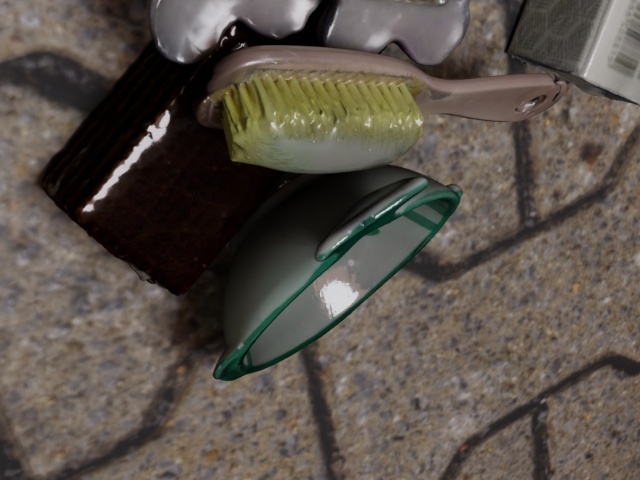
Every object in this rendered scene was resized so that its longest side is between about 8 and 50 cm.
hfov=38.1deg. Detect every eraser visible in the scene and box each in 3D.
[{"bbox_3d":[0.275,-0.316,0.728,0.098,0.096,0.404,13,101,-37],"label":"eraser"}]

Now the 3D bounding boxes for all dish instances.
[{"bbox_3d":[0.000,0.000,0.641,0.224,0.078,0.246,-34,167,-16],"label":"dish"}]

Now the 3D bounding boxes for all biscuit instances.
[{"bbox_3d":[-0.061,-0.092,0.603,0.252,0.070,0.106,-52,130,-5],"label":"biscuit"}]

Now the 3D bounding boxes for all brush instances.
[{"bbox_3d":[0.061,-0.077,0.599,0.312,0.072,0.067,-7,70,-40],"label":"brush"}]

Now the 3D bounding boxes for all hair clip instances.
[{"bbox_3d":[0.001,-0.167,0.530,0.257,0.075,0.146,-7,115,-40],"label":"hair clip"}]
